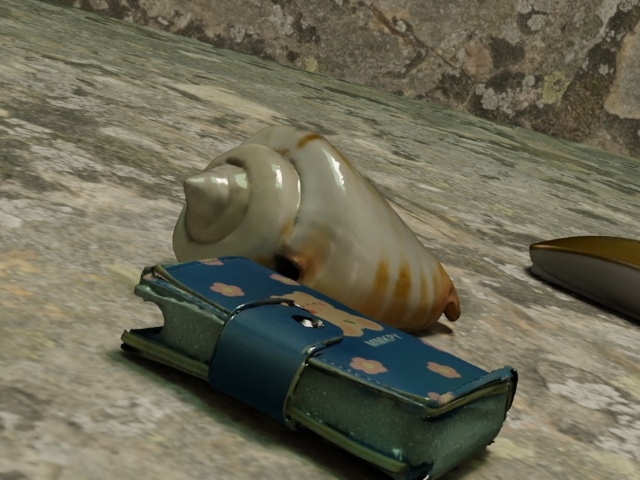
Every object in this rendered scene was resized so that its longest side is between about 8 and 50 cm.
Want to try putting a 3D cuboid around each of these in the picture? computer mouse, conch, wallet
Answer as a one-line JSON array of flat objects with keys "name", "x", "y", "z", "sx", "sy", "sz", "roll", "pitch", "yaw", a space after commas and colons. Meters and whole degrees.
[{"name": "computer mouse", "x": 0.359, "y": 0.051, "z": 1.183, "sx": 0.310, "sy": 0.072, "sz": 0.158, "roll": 26, "pitch": 18, "yaw": 34}, {"name": "conch", "x": 0.007, "y": -0.012, "z": 0.863, "sx": 0.255, "sy": 0.127, "sz": 0.158, "roll": 9, "pitch": 12, "yaw": -44}, {"name": "wallet", "x": 0.000, "y": 0.067, "z": 0.675, "sx": 0.202, "sy": 0.059, "sz": 0.141, "roll": 23, "pitch": 16, "yaw": 27}]
